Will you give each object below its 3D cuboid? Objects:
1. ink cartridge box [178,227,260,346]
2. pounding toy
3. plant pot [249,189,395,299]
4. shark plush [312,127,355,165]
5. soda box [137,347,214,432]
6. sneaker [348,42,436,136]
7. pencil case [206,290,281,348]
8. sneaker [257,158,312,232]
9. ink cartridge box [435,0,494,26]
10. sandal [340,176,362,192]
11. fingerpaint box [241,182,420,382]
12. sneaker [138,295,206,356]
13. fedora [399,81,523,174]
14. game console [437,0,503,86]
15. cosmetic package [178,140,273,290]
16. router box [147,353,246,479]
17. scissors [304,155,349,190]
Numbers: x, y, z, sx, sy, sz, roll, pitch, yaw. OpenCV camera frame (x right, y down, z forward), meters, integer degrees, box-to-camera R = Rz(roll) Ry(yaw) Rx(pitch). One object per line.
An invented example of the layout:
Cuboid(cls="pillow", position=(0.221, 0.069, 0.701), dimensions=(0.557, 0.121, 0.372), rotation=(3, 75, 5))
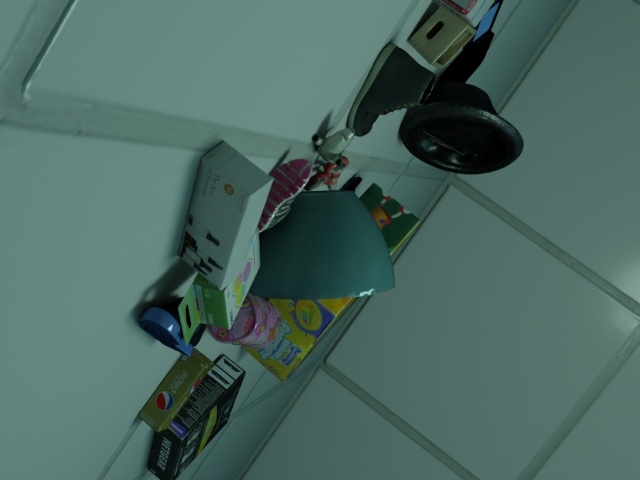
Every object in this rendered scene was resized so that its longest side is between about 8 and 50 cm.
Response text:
Cuboid(cls="ink cartridge box", position=(-0.169, 0.078, 1.476), dimensions=(0.109, 0.062, 0.209), rotation=(91, 17, -48))
Cuboid(cls="pounding toy", position=(0.259, -0.447, 1.800), dimensions=(0.141, 0.100, 0.130), rotation=(-46, 171, 17))
Cuboid(cls="plant pot", position=(0.000, 0.000, 1.703), dimensions=(0.290, 0.290, 0.195), rotation=(-18, 107, -71))
Cuboid(cls="shark plush", position=(0.035, -0.180, 1.693), dimensions=(0.067, 0.073, 0.161), rotation=(-45, 171, -7))
Cuboid(cls="soda box", position=(-0.309, 0.319, 1.841), dimensions=(0.181, 0.058, 0.061), rotation=(-53, 169, 1))
Cuboid(cls="sneaker", position=(0.140, -0.273, 1.725), dimensions=(0.083, 0.118, 0.222), rotation=(-43, 164, -44))
Cuboid(cls="pencil case", position=(-0.165, 0.169, 1.840), dimensions=(0.124, 0.124, 0.284), rotation=(-53, 168, -1))
Cuboid(cls="sneaker", position=(-0.074, -0.082, 1.584), dimensions=(0.170, 0.063, 0.075), rotation=(-51, 169, 11))
Cuboid(cls="ink cartridge box", position=(0.254, -0.480, 1.542), dimensions=(0.127, 0.128, 0.176), rotation=(-56, 168, 13))
Cuboid(cls="sandal", position=(0.051, -0.090, 2.111), dimensions=(0.179, 0.040, 0.067), rotation=(-47, 167, -31))
Cuboid(cls="fingerpaint box", position=(0.015, 0.114, 2.183), dimensions=(0.371, 0.163, 0.445), rotation=(-46, 174, -33))
Cuboid(cls="sneaker", position=(-0.252, 0.136, 1.503), dimensions=(0.232, 0.081, 0.090), rotation=(87, 27, -73))
Cuboid(cls="fedora", position=(0.376, -0.311, 2.261), dimensions=(0.334, 0.334, 0.152), rotation=(100, -1, -66))
Cuboid(cls="game console", position=(0.398, -0.514, 2.240), dimensions=(0.213, 0.044, 0.361), rotation=(-49, 167, -22))
Cuboid(cls="cosmetic package", position=(-0.151, -0.032, 1.327), dimensions=(0.060, 0.099, 0.239), rotation=(-44, 165, -40))
Cuboid(cls="router box", position=(-0.315, 0.456, 2.164), dimensions=(0.243, 0.081, 0.309), rotation=(-45, 166, -37))
Cuboid(cls="scissors", position=(0.036, -0.138, 1.889), dimensions=(0.109, 0.021, 0.297), rotation=(-39, 171, 11))
